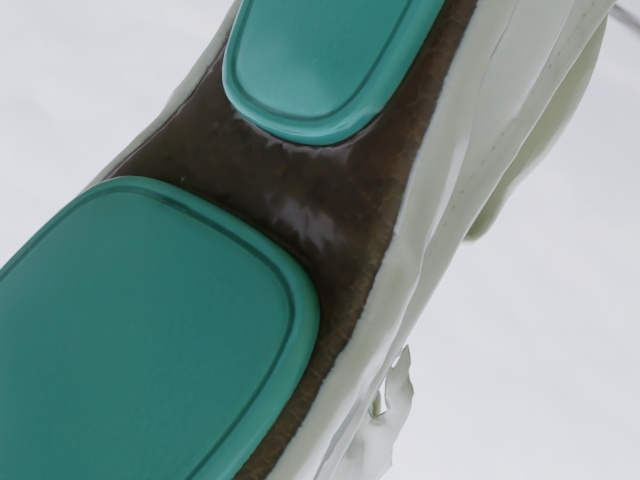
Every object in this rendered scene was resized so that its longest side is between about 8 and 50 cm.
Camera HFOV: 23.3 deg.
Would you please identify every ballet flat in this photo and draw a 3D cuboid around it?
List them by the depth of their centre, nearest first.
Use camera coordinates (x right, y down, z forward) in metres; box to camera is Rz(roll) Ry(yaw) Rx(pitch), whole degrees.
[{"bbox_3d":[0.000,0.000,0.474,0.139,0.400,0.139,32,179,1],"label":"ballet flat"}]
